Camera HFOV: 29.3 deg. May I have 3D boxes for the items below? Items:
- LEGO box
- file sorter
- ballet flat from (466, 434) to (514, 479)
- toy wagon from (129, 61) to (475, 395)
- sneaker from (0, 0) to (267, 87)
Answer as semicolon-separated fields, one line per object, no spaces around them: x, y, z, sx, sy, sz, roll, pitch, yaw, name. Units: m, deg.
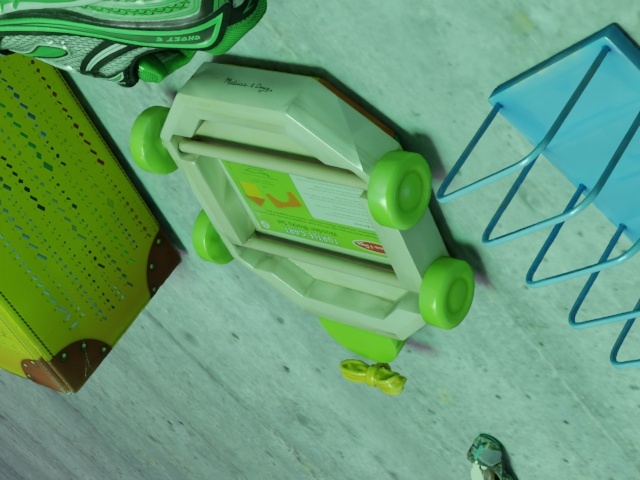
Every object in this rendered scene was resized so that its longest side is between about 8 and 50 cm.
-0.416;-0.111;1.170;0.372;0.193;0.500;14;145;38;LEGO box
0.172;-0.017;0.730;0.170;0.104;0.118;42;154;-13;file sorter
0.170;0.240;1.232;0.041;0.041;0.114;16;148;35;ballet flat
0.000;0.000;1.007;0.267;0.068;0.344;15;148;37;toy wagon
-0.178;-0.160;0.877;0.343;0.134;0.146;0;138;49;sneaker
